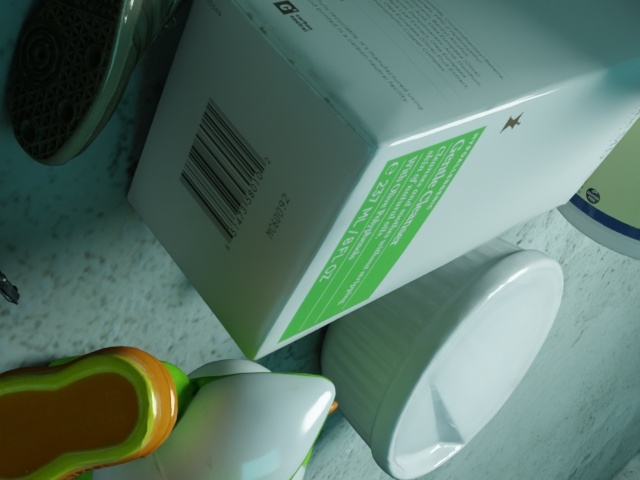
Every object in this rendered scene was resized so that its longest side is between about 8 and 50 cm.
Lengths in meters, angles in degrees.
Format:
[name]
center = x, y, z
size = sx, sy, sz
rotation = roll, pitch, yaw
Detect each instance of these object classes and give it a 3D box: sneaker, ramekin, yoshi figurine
[sneaker]
center = -0.099, -0.122, 0.481
size = 0.071, 0.066, 0.188
rotation = -5, 126, -58
[ramekin]
center = 0.117, 0.102, 0.943
size = 0.273, 0.127, 0.272
rotation = -35, 145, -29
[yoshi figurine]
center = -0.110, 0.158, 0.597
size = 0.362, 0.203, 0.203
rotation = 49, 58, -81

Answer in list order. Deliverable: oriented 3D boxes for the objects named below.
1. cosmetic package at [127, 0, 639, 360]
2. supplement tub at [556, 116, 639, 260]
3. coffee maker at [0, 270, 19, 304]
[cosmetic package]
center = 0.074, -0.089, 0.631
size = 0.366, 0.155, 0.197
rotation = -22, 153, -39
[supplement tub]
center = 0.378, -0.161, 0.924
size = 0.235, 0.235, 0.324
rotation = -28, 141, -36
[coffee maker]
center = -0.244, 0.028, 0.387
size = 0.178, 0.120, 0.171
rotation = -42, 146, -16
